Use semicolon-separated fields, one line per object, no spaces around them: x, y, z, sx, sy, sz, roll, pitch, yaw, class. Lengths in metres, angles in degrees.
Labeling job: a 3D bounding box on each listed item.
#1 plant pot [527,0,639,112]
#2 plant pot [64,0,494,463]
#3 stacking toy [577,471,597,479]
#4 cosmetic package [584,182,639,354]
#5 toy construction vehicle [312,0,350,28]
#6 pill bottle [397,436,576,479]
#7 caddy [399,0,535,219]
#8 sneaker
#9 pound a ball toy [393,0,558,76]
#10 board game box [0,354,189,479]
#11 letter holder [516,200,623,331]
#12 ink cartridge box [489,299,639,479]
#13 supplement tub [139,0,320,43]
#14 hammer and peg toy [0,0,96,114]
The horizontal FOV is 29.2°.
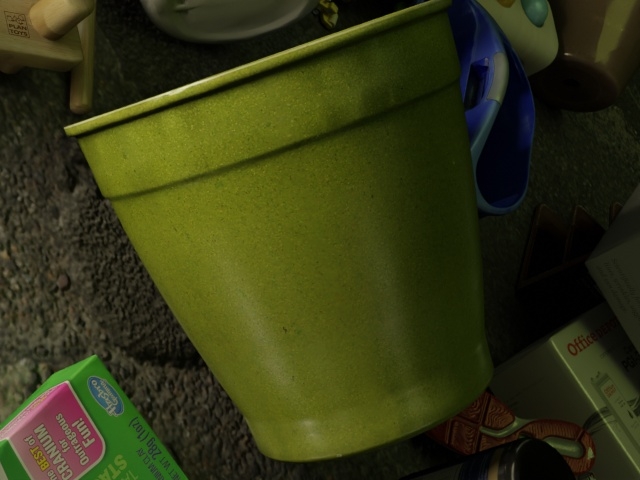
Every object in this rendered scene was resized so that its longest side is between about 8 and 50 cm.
0.420;-0.331;1.913;0.263;0.263;0.229;36;62;-31;plant pot
0.000;0.000;1.140;0.366;0.366;0.353;-32;105;-53;plant pot
0.260;0.372;1.338;0.052;0.167;0.221;-16;80;-53;stacking toy
0.503;0.018;1.604;0.217;0.156;0.385;59;35;-3;cosmetic package
-0.001;-0.323;1.554;0.098;0.035;0.086;46;40;-22;toy construction vehicle
0.137;0.277;1.204;0.122;0.219;0.123;27;50;-37;pill bottle
0.161;-0.166;1.535;0.241;0.179;0.341;40;43;-26;caddy
0.192;0.239;1.421;0.221;0.128;0.087;22;61;-1;sneaker
0.198;-0.374;1.740;0.319;0.135;0.208;19;55;-44;pound a ball toy
-0.206;0.272;0.927;0.242;0.064;0.316;55;37;-11;board game box
0.438;0.076;1.745;0.302;0.152;0.214;46;38;-21;letter holder
0.364;0.236;1.545;0.207;0.117;0.283;-21;75;-53;ink cartridge box
-0.117;-0.401;1.321;0.207;0.207;0.338;9;62;-47;supplement tub
-0.294;-0.269;1.095;0.361;0.127;0.266;4;66;-49;hammer and peg toy
